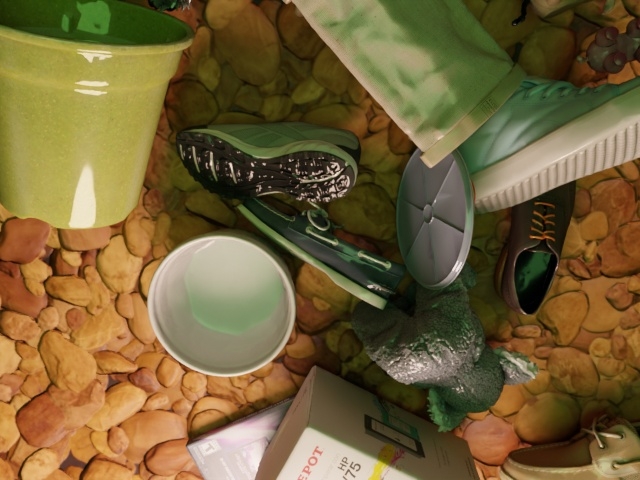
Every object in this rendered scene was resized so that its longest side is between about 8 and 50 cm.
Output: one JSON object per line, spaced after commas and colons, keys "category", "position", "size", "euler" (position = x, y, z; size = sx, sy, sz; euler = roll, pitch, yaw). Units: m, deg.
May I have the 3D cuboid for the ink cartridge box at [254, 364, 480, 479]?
{"category": "ink cartridge box", "position": [0.059, 0.350, 1.009], "size": [0.270, 0.197, 0.198], "euler": [27, 103, -4]}

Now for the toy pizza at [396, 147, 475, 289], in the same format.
{"category": "toy pizza", "position": [0.156, -0.035, 0.940], "size": [0.032, 0.201, 0.201], "euler": [0, 105, -20]}

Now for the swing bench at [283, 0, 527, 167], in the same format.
{"category": "swing bench", "position": [0.100, -0.248, 0.852], "size": [0.165, 0.254, 0.253], "euler": [-41, 99, 11]}

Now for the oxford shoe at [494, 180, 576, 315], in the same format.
{"category": "oxford shoe", "position": [0.309, -0.026, 0.979], "size": [0.097, 0.098, 0.271], "euler": [5, 104, 1]}

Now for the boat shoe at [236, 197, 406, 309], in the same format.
{"category": "boat shoe", "position": [0.000, 0.000, 0.994], "size": [0.255, 0.095, 0.079], "euler": [32, 89, 15]}

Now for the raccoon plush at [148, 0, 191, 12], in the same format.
{"category": "raccoon plush", "position": [-0.137, -0.436, 0.792], "size": [0.447, 0.299, 0.216], "euler": [-33, 100, 9]}

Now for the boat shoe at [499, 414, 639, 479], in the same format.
{"category": "boat shoe", "position": [0.433, 0.313, 1.057], "size": [0.341, 0.121, 0.110], "euler": [-3, 100, -7]}

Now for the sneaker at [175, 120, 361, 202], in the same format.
{"category": "sneaker", "position": [-0.073, -0.118, 0.982], "size": [0.272, 0.108, 0.100], "euler": [8, 130, 16]}

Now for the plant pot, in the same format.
{"category": "plant pot", "position": [-0.314, -0.163, 0.906], "size": [0.276, 0.276, 0.253], "euler": [12, 115, -1]}

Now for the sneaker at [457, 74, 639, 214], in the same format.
{"category": "sneaker", "position": [0.275, -0.148, 0.849], "size": [0.135, 0.366, 0.150], "euler": [-2, 76, -38]}

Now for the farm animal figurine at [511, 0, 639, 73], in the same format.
{"category": "farm animal figurine", "position": [0.449, -0.302, 0.881], "size": [0.330, 0.172, 0.326], "euler": [37, 90, 1]}

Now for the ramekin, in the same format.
{"category": "ramekin", "position": [-0.134, 0.080, 1.020], "size": [0.207, 0.109, 0.207], "euler": [1, 104, 3]}

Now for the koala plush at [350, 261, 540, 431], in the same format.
{"category": "koala plush", "position": [0.182, 0.165, 0.999], "size": [0.196, 0.203, 0.221], "euler": [-36, 112, 11]}

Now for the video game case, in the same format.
{"category": "video game case", "position": [-0.048, 0.351, 1.128], "size": [0.274, 0.026, 0.196], "euler": [-25, 102, 9]}
